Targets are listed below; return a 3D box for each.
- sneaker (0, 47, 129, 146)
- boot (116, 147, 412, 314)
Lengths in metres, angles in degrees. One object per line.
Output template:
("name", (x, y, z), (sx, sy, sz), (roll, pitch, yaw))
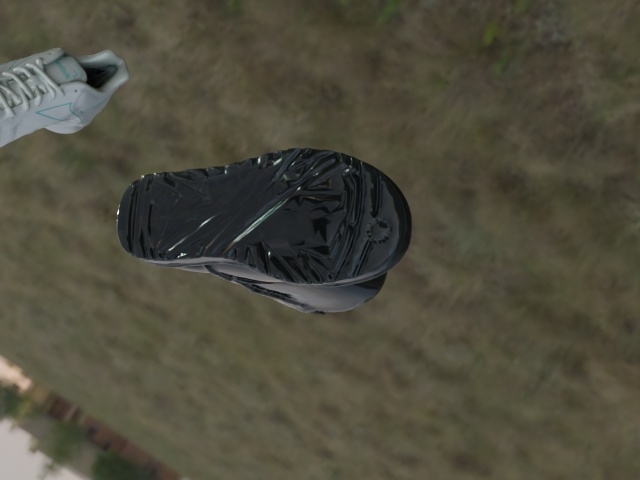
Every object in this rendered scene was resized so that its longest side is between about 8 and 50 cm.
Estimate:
("sneaker", (-0.175, -0.089, 0.828), (0.061, 0.152, 0.054), (-30, 88, 37))
("boot", (0.000, 0.000, 1.059), (0.246, 0.094, 0.207), (0, 170, 33))
